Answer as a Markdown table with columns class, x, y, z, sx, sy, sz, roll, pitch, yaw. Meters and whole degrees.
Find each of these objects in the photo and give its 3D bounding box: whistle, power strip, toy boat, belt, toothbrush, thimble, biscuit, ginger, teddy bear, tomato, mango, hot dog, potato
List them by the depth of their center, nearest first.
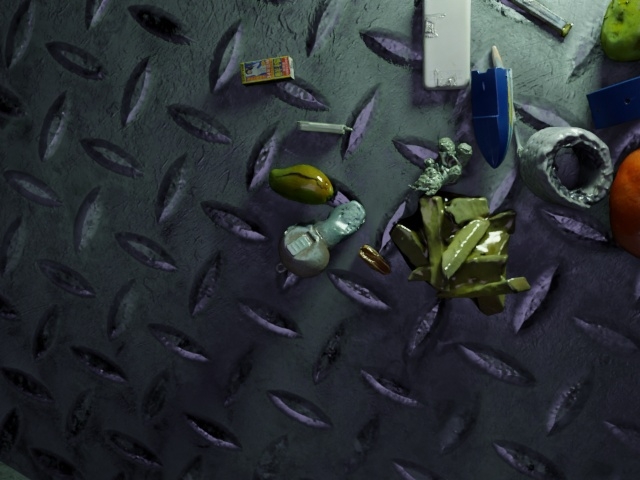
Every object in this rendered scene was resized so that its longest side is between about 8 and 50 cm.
| class | x | y | z | sx | sy | sz | roll | pitch | yaw |
| --- | --- | --- | --- | --- | --- | --- | --- | --- | --- |
| tomato | 0.948 | -0.100 | 1.578 | 0.342 | 0.273 | 0.341 | -6 | 103 | -29 |
| belt | 0.911 | -0.405 | 1.584 | 0.347 | 0.212 | 0.117 | -13 | 96 | 37 |
| potato | 0.880 | -0.613 | 1.609 | 0.186 | 0.148 | 0.253 | 45 | 115 | 19 |
| thimble | 0.706 | -0.206 | 1.687 | 0.217 | 0.157 | 0.245 | -33 | 101 | 5 |
| biscuit | 0.606 | -0.691 | 1.715 | 0.292 | 0.026 | 0.048 | 37 | 109 | 5 |
| toy boat | 0.515 | -0.361 | 1.754 | 0.129 | 0.088 | 0.295 | 9 | 109 | 52 |
| ginger | 0.431 | 0.027 | 1.764 | 0.413 | 0.211 | 0.358 | 32 | 102 | -3 |
| toothbrush | 0.569 | -0.403 | 1.770 | 0.028 | 0.037 | 0.375 | -15 | 93 | 11 |
| teddy bear | 0.371 | -0.208 | 1.807 | 0.213 | 0.111 | 0.133 | -49 | 42 | -2 |
| power strip | 0.011 | -0.363 | 1.890 | 0.191 | 0.047 | 0.030 | 8 | 105 | 12 |
| mango | -0.069 | -0.187 | 1.908 | 0.233 | 0.111 | 0.125 | 21 | 89 | 21 |
| whistle | 0.000 | 0.000 | 1.917 | 0.348 | 0.189 | 0.189 | -36 | 90 | -7 |
| hot dog | 0.179 | 0.067 | 1.932 | 0.133 | 0.041 | 0.056 | 42 | 105 | 11 |

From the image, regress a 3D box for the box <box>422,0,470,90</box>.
| class | x | y | z | sx | sy | sz | roll | pitch | yaw |
| --- | --- | --- | --- | --- | --- | --- | --- | --- | --- |
| box | 0.379 | -0.601 | 1.772 | 0.142 | 0.044 | 0.285 | 0 | 99 | 10 |

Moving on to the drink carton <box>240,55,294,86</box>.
| class | x | y | z | sx | sy | sz | roll | pitch | yaw |
| --- | --- | --- | --- | --- | --- | --- | --- | --- | --- |
| drink carton | -0.172 | -0.545 | 1.896 | 0.166 | 0.056 | 0.071 | -4 | 90 | 13 |
